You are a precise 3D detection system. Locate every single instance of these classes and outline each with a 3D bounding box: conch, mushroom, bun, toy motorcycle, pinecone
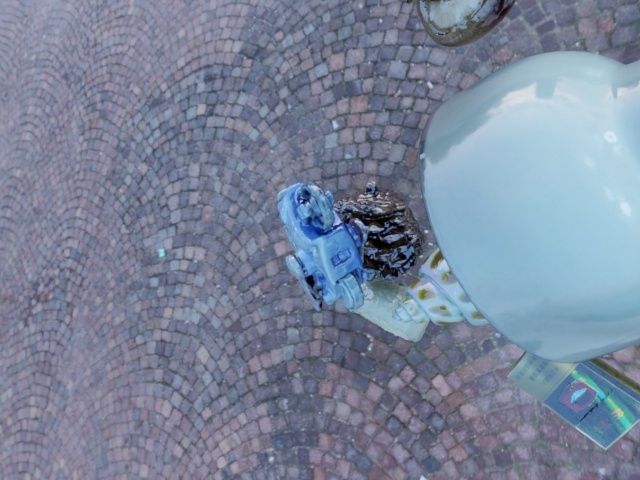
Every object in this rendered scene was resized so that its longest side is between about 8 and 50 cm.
[{"bbox_3d":[0.363,0.114,1.035,0.368,0.249,0.197,-8,53,22],"label":"conch"},{"bbox_3d":[0.314,-0.601,0.961,0.278,0.163,0.297,13,130,27],"label":"mushroom"},{"bbox_3d":[0.214,0.195,1.285,0.259,0.259,0.152,25,78,31],"label":"bun"},{"bbox_3d":[-0.018,0.012,0.923,0.241,0.182,0.319,4,124,38],"label":"toy motorcycle"},{"bbox_3d":[0.148,-0.019,1.180,0.242,0.296,0.298,-34,25,-2],"label":"pinecone"}]

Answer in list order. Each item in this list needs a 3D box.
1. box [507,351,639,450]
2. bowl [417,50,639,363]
[{"bbox_3d":[0.568,0.319,0.937,0.240,0.071,0.159,36,122,27],"label":"box"},{"bbox_3d":[0.298,-0.062,0.447,0.185,0.354,0.354,-37,61,54],"label":"bowl"}]
